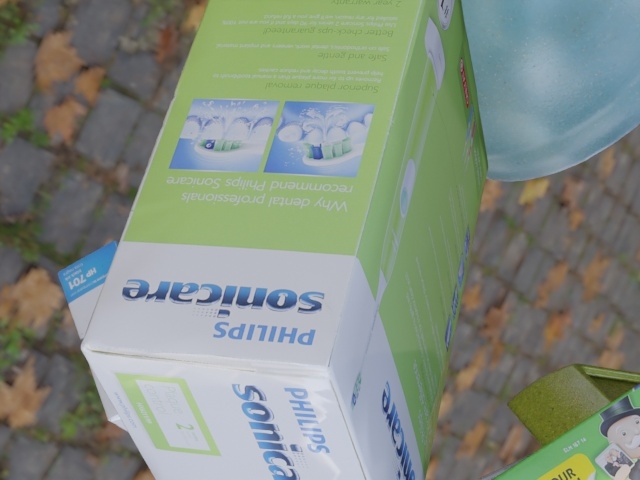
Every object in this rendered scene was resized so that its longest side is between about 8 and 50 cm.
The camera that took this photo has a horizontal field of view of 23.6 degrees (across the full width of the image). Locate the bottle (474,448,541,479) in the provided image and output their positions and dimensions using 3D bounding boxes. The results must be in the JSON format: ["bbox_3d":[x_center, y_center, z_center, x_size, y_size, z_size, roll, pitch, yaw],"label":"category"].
[{"bbox_3d":[0.097,0.235,1.064,0.283,0.118,0.092,-27,166,15],"label":"bottle"}]

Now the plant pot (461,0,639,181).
[{"bbox_3d":[0.155,-0.222,1.224,0.196,0.293,0.293,39,76,-30],"label":"plant pot"}]

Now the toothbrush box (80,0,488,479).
[{"bbox_3d":[0.000,0.000,0.800,0.206,0.122,0.283,72,26,-51],"label":"toothbrush box"}]

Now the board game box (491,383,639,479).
[{"bbox_3d":[0.249,0.036,0.697,0.317,0.046,0.213,-38,161,25],"label":"board game box"}]

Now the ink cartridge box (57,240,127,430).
[{"bbox_3d":[-0.195,0.116,1.657,0.082,0.191,0.139,-27,151,8],"label":"ink cartridge box"}]

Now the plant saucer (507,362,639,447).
[{"bbox_3d":[0.236,0.128,0.980,0.188,0.188,0.045,-126,-134,-72],"label":"plant saucer"}]
